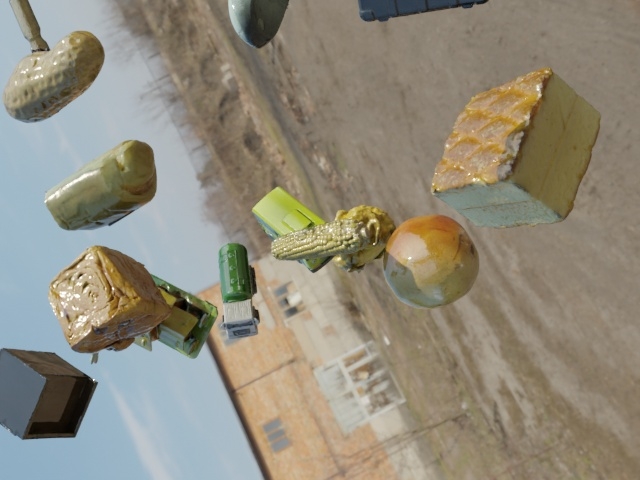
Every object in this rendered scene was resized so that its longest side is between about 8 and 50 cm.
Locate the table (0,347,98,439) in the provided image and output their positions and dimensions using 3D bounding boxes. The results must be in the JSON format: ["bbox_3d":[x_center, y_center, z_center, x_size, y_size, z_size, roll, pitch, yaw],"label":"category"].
[{"bbox_3d":[-0.705,0.389,1.750,0.193,0.173,0.169,21,178,31],"label":"table"}]

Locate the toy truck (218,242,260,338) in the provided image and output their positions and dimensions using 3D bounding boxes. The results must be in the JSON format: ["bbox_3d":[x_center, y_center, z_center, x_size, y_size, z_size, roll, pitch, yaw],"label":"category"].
[{"bbox_3d":[-0.219,0.129,1.852,0.125,0.101,0.243,89,172,-59],"label":"toy truck"}]

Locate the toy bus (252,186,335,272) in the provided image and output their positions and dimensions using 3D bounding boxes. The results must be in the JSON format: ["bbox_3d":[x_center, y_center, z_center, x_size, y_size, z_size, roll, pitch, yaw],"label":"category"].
[{"bbox_3d":[-0.072,-0.035,2.060,0.262,0.128,0.150,38,165,40],"label":"toy bus"}]

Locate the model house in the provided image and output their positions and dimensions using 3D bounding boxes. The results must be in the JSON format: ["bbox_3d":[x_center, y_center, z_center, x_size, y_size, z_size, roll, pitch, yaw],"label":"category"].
[{"bbox_3d":[-0.570,0.316,2.317,0.300,0.340,0.323,27,-178,7],"label":"model house"}]

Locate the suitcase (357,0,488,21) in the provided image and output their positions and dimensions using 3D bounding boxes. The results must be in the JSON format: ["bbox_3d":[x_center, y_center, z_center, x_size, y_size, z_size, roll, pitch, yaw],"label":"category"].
[{"bbox_3d":[0.204,-0.574,1.452,0.066,0.285,0.206,-65,-33,-53],"label":"suitcase"}]

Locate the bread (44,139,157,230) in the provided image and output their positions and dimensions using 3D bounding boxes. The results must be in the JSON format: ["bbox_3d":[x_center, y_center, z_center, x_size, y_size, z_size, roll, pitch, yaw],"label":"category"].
[{"bbox_3d":[-0.653,-0.172,2.221,0.210,0.341,0.300,57,-170,-20],"label":"bread"}]

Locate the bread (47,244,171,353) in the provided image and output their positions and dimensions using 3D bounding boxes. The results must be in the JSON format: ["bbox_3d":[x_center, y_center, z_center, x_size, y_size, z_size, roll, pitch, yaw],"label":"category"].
[{"bbox_3d":[-0.383,0.110,1.266,0.158,0.149,0.143,49,-176,23],"label":"bread"}]

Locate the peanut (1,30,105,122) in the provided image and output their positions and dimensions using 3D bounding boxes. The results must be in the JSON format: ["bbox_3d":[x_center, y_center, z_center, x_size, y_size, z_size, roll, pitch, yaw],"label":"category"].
[{"bbox_3d":[-0.470,-0.288,1.230,0.108,0.226,0.095,62,-159,-3],"label":"peanut"}]

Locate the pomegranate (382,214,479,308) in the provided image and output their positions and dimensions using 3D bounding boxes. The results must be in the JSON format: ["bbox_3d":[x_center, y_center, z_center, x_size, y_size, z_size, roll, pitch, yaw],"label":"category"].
[{"bbox_3d":[0.334,0.074,2.197,0.319,0.319,0.319,63,177,6],"label":"pomegranate"}]

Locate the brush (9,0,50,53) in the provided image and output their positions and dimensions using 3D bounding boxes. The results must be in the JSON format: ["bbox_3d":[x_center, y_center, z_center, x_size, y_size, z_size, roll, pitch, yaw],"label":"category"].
[{"bbox_3d":[-0.610,-0.425,1.512,0.248,0.043,0.036,64,162,9],"label":"brush"}]

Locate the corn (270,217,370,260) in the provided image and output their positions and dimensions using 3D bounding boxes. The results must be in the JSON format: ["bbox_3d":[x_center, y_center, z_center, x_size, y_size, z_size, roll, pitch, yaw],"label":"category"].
[{"bbox_3d":[0.000,0.000,1.714,0.086,0.288,0.087,17,-112,-50],"label":"corn"}]

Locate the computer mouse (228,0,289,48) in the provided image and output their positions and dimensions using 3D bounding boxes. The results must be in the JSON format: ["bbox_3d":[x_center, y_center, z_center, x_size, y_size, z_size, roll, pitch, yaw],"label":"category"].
[{"bbox_3d":[-0.105,-0.415,1.163,0.113,0.068,0.229,49,-133,-49],"label":"computer mouse"}]

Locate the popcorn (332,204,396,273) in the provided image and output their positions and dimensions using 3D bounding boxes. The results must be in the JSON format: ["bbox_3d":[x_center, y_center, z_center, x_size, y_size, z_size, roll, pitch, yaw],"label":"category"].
[{"bbox_3d":[0.138,-0.014,2.341,0.190,0.250,0.250,36,160,36],"label":"popcorn"}]

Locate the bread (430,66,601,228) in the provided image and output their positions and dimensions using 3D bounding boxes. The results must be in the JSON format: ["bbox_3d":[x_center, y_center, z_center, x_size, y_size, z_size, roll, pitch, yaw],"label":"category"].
[{"bbox_3d":[0.424,-0.188,1.536,0.207,0.279,0.279,30,161,-23],"label":"bread"}]
